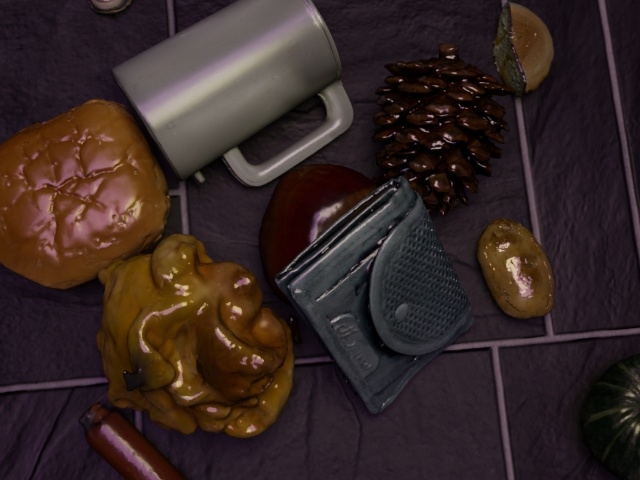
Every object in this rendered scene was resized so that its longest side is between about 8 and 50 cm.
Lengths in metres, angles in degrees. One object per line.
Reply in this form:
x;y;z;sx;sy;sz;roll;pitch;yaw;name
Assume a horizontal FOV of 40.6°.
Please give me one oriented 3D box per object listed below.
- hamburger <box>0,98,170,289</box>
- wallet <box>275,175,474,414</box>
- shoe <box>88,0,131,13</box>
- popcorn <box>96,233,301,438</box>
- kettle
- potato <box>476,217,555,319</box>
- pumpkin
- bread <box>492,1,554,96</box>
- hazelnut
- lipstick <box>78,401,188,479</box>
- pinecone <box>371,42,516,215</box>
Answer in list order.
-0.392;-0.072;1.358;0.318;0.158;0.318;0;78;-1;hamburger
0.103;0.094;1.269;0.237;0.342;0.075;-40;42;-10;wallet
-0.359;-0.479;1.459;0.089;0.092;0.180;-2;80;-2;shoe
-0.197;0.142;1.265;0.316;0.281;0.297;10;116;23;popcorn
-0.130;-0.236;1.370;0.318;0.205;0.265;-33;80;-9;kettle
0.314;0.045;1.392;0.107;0.080;0.170;-18;82;9;potato
0.508;0.275;1.318;0.211;0.152;0.211;-9;50;11;pumpkin
0.344;-0.326;1.453;0.094;0.083;0.157;-22;83;-8;bread
0.000;0.000;1.335;0.229;0.229;0.229;0;80;-1;hazelnut
-0.208;0.405;1.319;0.418;0.077;0.077;42;82;7;lipstick
0.186;-0.170;1.350;0.224;0.224;0.272;7;91;0;pinecone
